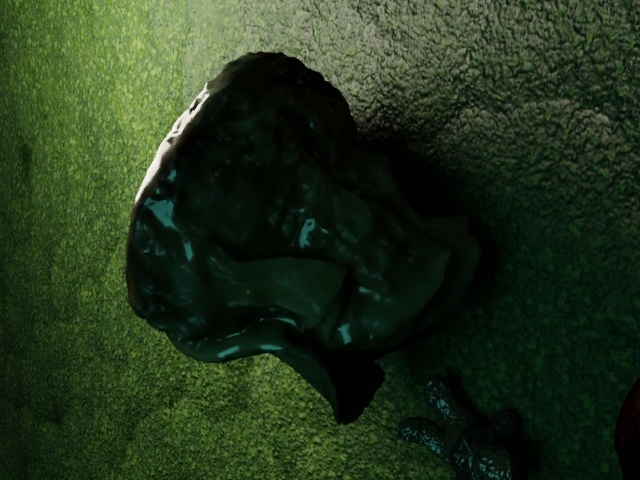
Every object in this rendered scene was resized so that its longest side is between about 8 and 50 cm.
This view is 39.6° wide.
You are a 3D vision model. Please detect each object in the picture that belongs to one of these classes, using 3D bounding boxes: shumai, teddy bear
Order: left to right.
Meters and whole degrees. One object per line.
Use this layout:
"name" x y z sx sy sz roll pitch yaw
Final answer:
"shumai" 0.000 0.000 0.993 0.348 0.395 0.395 25 120 15
"teddy bear" 0.169 0.233 1.000 0.119 0.078 0.160 -54 44 0

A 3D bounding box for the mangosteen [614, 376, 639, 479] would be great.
"mangosteen" 0.325 0.184 0.692 0.216 0.216 0.216 15 110 47
